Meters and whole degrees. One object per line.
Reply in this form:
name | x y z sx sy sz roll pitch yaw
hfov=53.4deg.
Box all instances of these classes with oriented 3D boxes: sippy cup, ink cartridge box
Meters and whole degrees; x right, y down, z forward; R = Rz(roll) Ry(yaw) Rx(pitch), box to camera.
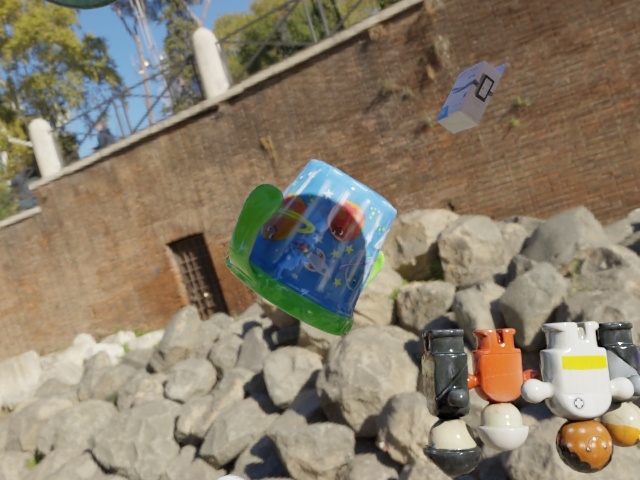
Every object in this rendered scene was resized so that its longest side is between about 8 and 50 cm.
sippy cup | 0.000 0.000 1.036 0.224 0.240 0.305 -57 -1 3
ink cartridge box | 0.164 -0.162 0.691 0.083 0.028 0.048 -62 18 -13

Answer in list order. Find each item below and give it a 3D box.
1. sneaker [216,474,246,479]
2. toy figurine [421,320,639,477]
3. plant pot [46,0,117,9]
sneaker | -0.117 0.324 0.514 0.365 0.137 0.210 -12 36 16
toy figurine | 0.223 0.163 0.665 0.209 0.148 0.213 -9 -12 35
plant pot | -0.458 -0.618 1.179 0.271 0.272 0.255 -18 -3 -22
